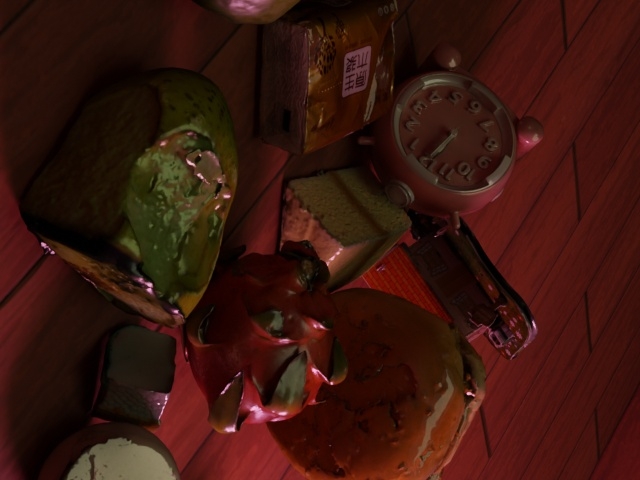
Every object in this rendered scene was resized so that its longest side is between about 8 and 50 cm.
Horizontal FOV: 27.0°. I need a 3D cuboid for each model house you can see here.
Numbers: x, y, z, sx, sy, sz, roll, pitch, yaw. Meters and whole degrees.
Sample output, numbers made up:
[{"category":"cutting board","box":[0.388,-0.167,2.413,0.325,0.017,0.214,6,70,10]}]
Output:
[{"category":"model house","box":[-0.226,0.170,1.608,0.100,0.088,0.100,-88,-163,-47]},{"category":"model house","box":[0.182,0.084,2.088,0.154,0.294,0.207,-32,168,-13]}]

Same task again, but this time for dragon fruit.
[{"category":"dragon fruit","box":[-0.072,0.120,1.704,0.224,0.224,0.227,-34,130,-49]}]

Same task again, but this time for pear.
[{"category":"pear","box":[-0.173,-0.051,1.480,0.255,0.164,0.238,-62,148,-19]}]

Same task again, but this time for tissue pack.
[{"category":"tissue pack","box":[0.012,-0.231,1.772,0.226,0.092,0.183,-28,130,-49]}]

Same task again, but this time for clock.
[{"category":"clock","box":[0.176,-0.136,2.005,0.241,0.227,0.142,-49,180,-30]}]

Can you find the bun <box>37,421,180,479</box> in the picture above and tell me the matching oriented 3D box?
[{"category":"bun","box":[-0.254,0.296,1.576,0.173,0.120,0.172,-3,97,-26]}]

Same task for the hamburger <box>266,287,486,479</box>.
[{"category":"hamburger","box":[0.069,0.227,1.935,0.304,0.284,0.174,-64,152,-1]}]

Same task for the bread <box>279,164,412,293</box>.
[{"category":"bread","box":[0.000,0.000,1.952,0.178,0.135,0.240,-47,165,29]}]

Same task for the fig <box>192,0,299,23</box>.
[{"category":"fig","box":[-0.067,-0.316,1.509,0.233,0.167,0.167,32,78,-53]}]
